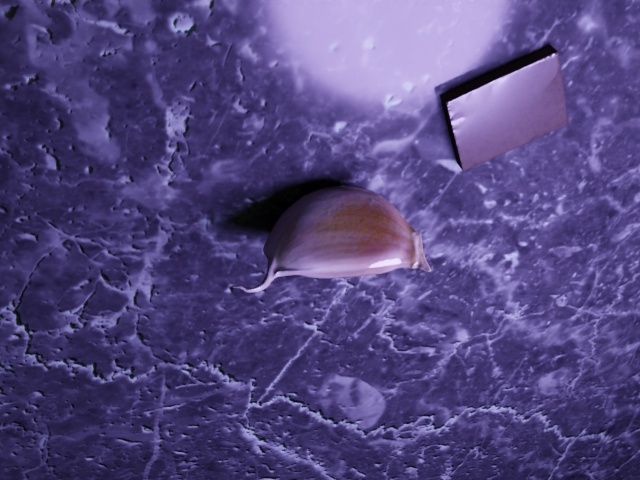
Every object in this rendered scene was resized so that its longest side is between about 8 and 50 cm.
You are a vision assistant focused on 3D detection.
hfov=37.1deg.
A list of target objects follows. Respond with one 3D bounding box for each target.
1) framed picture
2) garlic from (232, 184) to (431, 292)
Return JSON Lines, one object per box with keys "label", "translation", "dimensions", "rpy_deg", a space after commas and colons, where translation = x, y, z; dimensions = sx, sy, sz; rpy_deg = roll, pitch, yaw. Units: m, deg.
{"label": "framed picture", "translation": [0.258, -0.182, 1.325], "dimensions": [0.168, 0.023, 0.128], "rpy_deg": [-25, 132, -3]}
{"label": "garlic", "translation": [-0.005, 0.001, 1.278], "dimensions": [0.266, 0.148, 0.129], "rpy_deg": [-15, 101, -12]}
